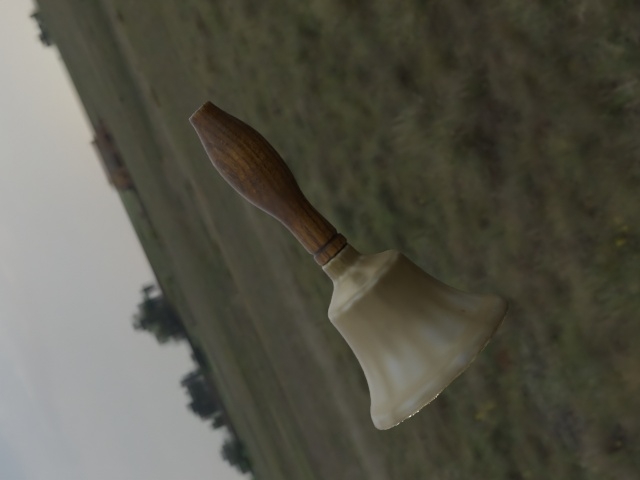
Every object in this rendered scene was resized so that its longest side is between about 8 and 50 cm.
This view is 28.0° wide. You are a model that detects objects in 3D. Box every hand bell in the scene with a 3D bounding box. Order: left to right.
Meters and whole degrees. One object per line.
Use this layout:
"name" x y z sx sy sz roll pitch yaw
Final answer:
"hand bell" 0.000 0.000 0.873 0.242 0.126 0.126 46 175 -5
